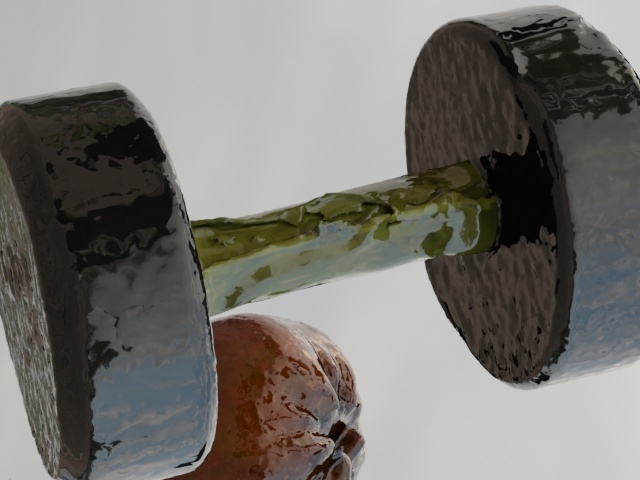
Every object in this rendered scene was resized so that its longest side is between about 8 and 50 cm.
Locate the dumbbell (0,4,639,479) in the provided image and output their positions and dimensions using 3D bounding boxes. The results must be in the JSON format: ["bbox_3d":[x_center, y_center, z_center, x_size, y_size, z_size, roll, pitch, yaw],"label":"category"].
[{"bbox_3d":[0.000,0.000,0.967,0.204,0.322,0.204,168,-90,-73],"label":"dumbbell"}]

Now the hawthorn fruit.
[{"bbox_3d":[-0.088,0.176,1.613,0.260,0.224,0.224,-9,-110,31],"label":"hawthorn fruit"}]
